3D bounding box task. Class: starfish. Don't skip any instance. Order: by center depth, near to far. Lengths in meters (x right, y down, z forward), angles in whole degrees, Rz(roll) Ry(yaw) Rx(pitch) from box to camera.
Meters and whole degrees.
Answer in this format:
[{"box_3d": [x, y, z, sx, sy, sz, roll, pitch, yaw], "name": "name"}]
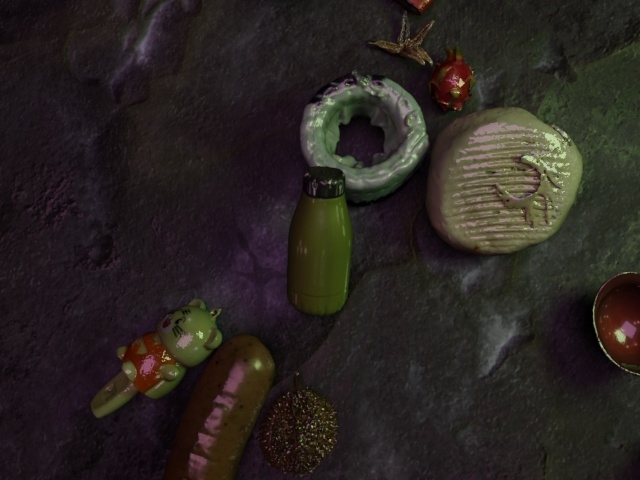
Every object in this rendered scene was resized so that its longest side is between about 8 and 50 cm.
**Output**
[{"box_3d": [0.158, -0.386, 1.153, 0.130, 0.041, 0.133, -1, 68, 13], "name": "starfish"}]

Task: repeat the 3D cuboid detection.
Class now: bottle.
[{"box_3d": [0.000, 0.000, 1.017, 0.112, 0.112, 0.260, 7, 120, 5], "name": "bottle"}]

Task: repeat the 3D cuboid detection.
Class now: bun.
[{"box_3d": [0.315, -0.103, 1.040, 0.273, 0.168, 0.272, 2, 105, 6], "name": "bun"}]

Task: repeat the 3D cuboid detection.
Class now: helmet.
[{"box_3d": [0.535, 0.146, 1.019, 0.155, 0.106, 0.175, -26, 78, 2], "name": "helmet"}]

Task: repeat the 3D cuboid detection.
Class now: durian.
[{"box_3d": [-0.043, 0.330, 1.047, 0.148, 0.091, 0.188, 1, 81, 4], "name": "durian"}]

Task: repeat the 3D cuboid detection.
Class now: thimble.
[{"box_3d": [0.082, -0.180, 1.075, 0.237, 0.150, 0.237, 0, 83, 3], "name": "thimble"}]

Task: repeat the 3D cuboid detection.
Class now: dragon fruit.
[{"box_3d": [0.250, -0.305, 1.115, 0.086, 0.081, 0.116, 17, 85, 17], "name": "dragon fruit"}]

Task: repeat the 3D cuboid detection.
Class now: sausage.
[{"box_3d": [-0.204, 0.406, 1.035, 0.136, 0.123, 0.500, 19, 84, -23], "name": "sausage"}]

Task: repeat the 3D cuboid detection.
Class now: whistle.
[{"box_3d": [-0.294, 0.214, 1.065, 0.288, 0.106, 0.131, -37, 41, -5], "name": "whistle"}]

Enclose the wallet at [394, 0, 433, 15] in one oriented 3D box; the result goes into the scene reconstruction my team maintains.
[{"box_3d": [0.210, -0.557, 1.167, 0.142, 0.045, 0.204, 42, 87, 9], "name": "wallet"}]
